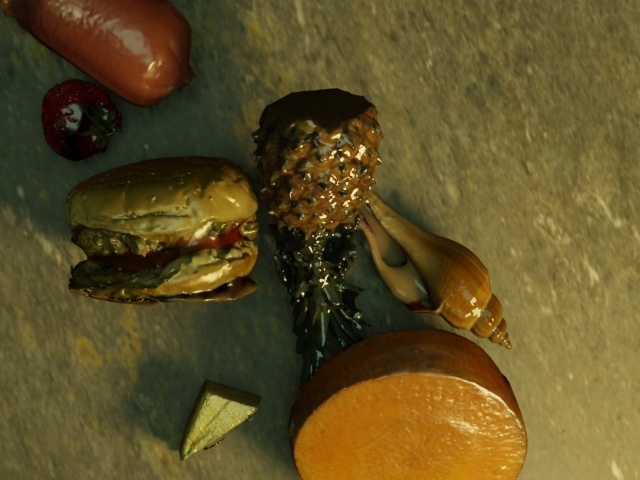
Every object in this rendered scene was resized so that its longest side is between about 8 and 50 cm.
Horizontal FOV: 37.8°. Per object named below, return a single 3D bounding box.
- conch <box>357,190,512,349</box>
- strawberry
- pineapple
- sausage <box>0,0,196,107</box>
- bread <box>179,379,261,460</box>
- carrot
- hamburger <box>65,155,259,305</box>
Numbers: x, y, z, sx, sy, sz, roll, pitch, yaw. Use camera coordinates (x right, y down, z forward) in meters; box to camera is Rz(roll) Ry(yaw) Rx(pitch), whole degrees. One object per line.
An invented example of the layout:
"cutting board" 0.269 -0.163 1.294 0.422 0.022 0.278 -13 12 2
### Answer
"conch" 0.134 0.022 1.236 0.330 0.093 0.109 48 121 15
"strawberry" -0.307 -0.153 1.170 0.106 0.106 0.106 0 90 -8
"pineapple" -0.002 -0.002 1.153 0.165 0.165 0.365 -6 121 -8
"sausage" -0.266 -0.267 1.148 0.254 0.148 0.148 38 85 -4
"bread" -0.131 0.243 1.194 0.080 0.084 0.109 21 87 -6
"carrot" 0.108 0.240 1.186 0.307 0.100 0.258 7 112 -12
"hamburger" -0.185 -0.015 1.114 0.244 0.244 0.163 0 99 -8
